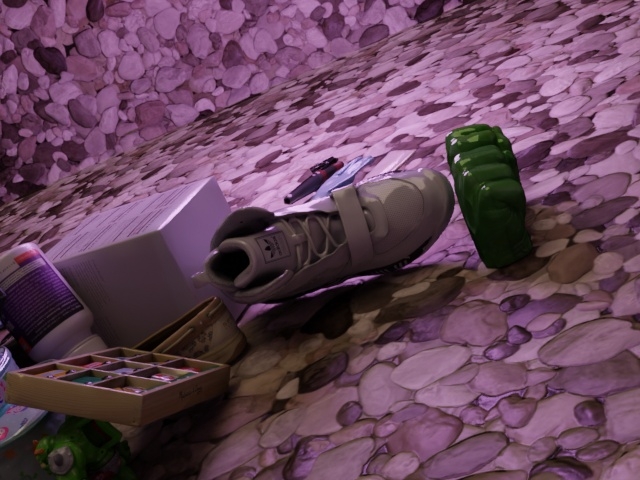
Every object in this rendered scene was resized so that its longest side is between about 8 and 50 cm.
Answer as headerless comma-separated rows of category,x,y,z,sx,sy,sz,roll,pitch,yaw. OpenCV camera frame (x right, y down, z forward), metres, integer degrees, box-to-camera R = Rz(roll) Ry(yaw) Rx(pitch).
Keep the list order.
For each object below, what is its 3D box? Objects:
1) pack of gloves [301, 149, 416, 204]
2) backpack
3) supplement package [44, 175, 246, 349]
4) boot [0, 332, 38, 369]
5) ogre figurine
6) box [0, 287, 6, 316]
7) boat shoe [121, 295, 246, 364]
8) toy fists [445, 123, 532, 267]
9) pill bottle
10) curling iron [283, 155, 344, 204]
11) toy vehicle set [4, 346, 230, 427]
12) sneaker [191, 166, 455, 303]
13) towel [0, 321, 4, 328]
pack of gloves,0.051,-0.072,1.700,0.232,0.046,0.195,-45,24,-20
backpack,-0.426,0.252,1.221,0.254,0.191,0.225,-15,20,12
supplement package,-0.267,0.055,1.492,0.263,0.199,0.198,-16,21,27
boot,-0.467,0.150,1.652,0.236,0.085,0.178,-28,17,13
ogre figurine,-0.263,0.255,1.094,0.097,0.118,0.197,-17,20,23
box,-0.622,0.146,1.305,0.294,0.182,0.296,-31,-15,-39
boat shoe,-0.248,0.167,1.346,0.285,0.089,0.104,-25,20,2
toy fists,0.233,-0.080,1.321,0.096,0.142,0.279,-21,20,12
pill bottle,-0.398,0.108,1.374,0.108,0.193,0.108,-40,-4,-3
curling iron,-0.015,-0.110,1.825,0.068,0.035,0.274,-24,11,23
toy vehicle set,-0.232,0.170,1.144,0.166,0.035,0.267,7,2,15
sneaker,0.000,0.000,1.310,0.366,0.137,0.210,-23,-8,22
towel,-0.611,0.108,2.020,0.336,0.040,0.243,-15,22,26
